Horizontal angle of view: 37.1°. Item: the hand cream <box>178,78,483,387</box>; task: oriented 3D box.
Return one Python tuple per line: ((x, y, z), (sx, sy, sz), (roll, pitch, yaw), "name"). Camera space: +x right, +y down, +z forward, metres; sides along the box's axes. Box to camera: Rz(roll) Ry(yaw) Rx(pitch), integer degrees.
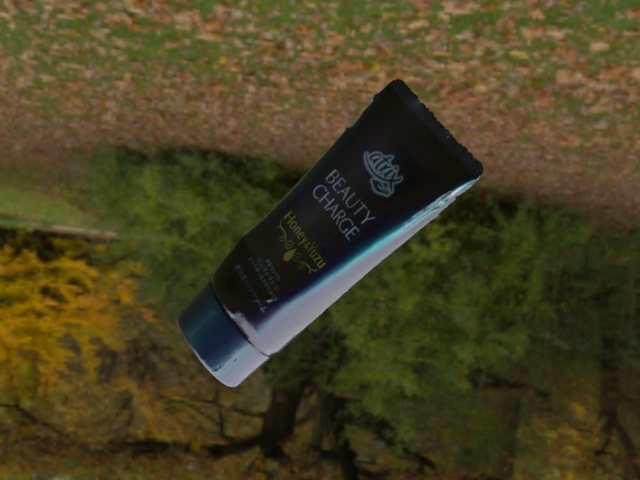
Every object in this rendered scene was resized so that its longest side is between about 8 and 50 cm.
((0.000, 0.000, 0.767), (0.120, 0.270, 0.061), (53, -167, 33), "hand cream")
